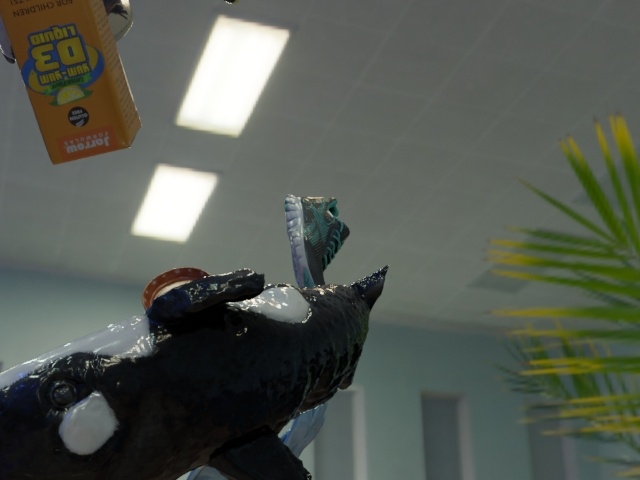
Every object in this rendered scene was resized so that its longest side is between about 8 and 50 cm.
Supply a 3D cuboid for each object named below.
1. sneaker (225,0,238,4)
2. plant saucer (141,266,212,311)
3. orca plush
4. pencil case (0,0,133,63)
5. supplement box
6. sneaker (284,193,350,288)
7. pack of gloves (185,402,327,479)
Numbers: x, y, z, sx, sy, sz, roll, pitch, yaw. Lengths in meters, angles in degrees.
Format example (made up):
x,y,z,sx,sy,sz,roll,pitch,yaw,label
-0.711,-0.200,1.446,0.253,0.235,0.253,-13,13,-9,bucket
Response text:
x,y,z,sx,sy,sz,roll,pitch,yaw,label
-0.158,-0.435,1.667,0.031,0.083,0.035,-19,3,24,sneaker
-0.156,0.061,1.112,0.083,0.083,0.013,-3,-51,5,plant saucer
-0.041,0.092,0.492,0.151,0.102,0.287,-36,-16,20,orca plush
-0.346,-0.385,1.039,0.160,0.183,0.410,-36,-51,-20,pencil case
-0.225,-0.188,0.860,0.078,0.080,0.233,-15,-68,0,supplement box
0.000,0.000,1.219,0.076,0.166,0.065,-7,-43,-3,sneaker
-0.072,0.242,0.945,0.232,0.046,0.195,-54,-27,5,pack of gloves
